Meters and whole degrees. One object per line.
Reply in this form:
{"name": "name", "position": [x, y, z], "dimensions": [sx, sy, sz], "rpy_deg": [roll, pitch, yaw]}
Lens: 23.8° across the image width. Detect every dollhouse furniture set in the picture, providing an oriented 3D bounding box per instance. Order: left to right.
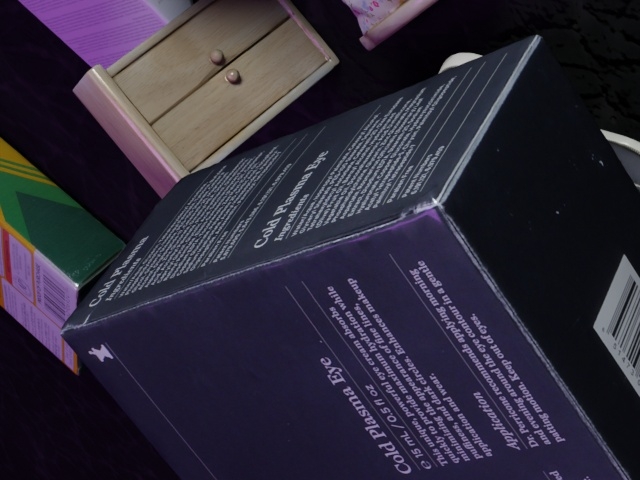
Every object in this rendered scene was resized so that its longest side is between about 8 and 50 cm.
{"name": "dollhouse furniture set", "position": [-0.007, -0.145, 0.999], "dimensions": [0.303, 0.174, 0.355], "rpy_deg": [50, 152, -5]}

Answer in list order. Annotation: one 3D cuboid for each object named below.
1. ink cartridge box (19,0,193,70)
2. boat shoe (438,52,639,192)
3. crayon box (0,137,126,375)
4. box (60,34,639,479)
{"name": "ink cartridge box", "position": [-0.159, -0.188, 1.305], "dimensions": [0.225, 0.056, 0.181], "rpy_deg": [41, 157, -28]}
{"name": "boat shoe", "position": [0.155, -0.041, 0.983], "dimensions": [0.206, 0.065, 0.075], "rpy_deg": [32, 149, -2]}
{"name": "crayon box", "position": [-0.362, -0.015, 1.741], "dimensions": [0.323, 0.083, 0.203], "rpy_deg": [39, 150, 15]}
{"name": "box", "position": [0.073, 0.094, 0.969], "dimensions": [0.312, 0.179, 0.343], "rpy_deg": [-18, 116, 39]}
